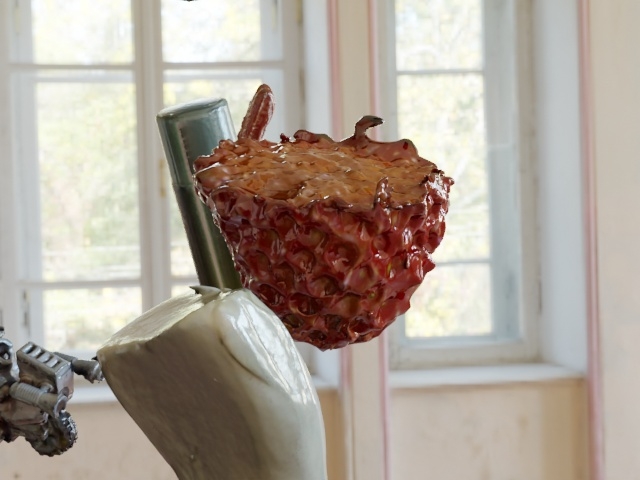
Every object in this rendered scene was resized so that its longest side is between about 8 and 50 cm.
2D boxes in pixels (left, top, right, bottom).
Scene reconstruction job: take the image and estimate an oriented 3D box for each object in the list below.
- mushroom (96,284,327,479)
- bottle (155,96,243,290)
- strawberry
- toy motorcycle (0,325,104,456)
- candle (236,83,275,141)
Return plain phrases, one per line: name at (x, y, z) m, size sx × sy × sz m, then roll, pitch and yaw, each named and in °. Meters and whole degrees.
mushroom at (-0.040, 0.176, 0.717) m, size 0.122 × 0.328 × 0.159 m, roll -26°, pitch 17°, yaw -9°
bottle at (-0.105, -0.009, 1.116) m, size 0.082 × 0.286 × 0.082 m, roll -11°, pitch 19°, yaw 4°
strawberry at (0.000, 0.000, 0.897) m, size 0.234 × 0.178 × 0.234 m, roll 2°, pitch 21°, yaw -1°
toy motorcycle at (-0.419, 0.204, 1.455) m, size 0.401 × 0.207 × 0.134 m, roll 11°, pitch 25°, yaw 18°
candle at (-0.142, -0.107, 1.742) m, size 0.048 × 0.329 × 0.051 m, roll 1°, pitch 29°, yaw -46°
